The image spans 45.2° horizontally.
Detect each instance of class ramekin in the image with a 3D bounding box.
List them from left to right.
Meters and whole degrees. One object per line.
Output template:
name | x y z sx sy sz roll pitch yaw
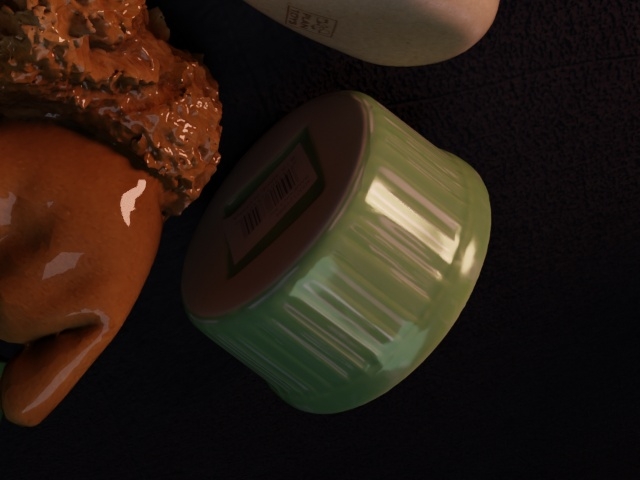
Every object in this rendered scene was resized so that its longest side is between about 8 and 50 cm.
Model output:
ramekin | 0.000 0.000 0.754 0.303 0.303 0.148 -40 121 23

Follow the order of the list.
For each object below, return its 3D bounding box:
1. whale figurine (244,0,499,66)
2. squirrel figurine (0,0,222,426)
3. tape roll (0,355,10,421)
whale figurine | 0.018 -0.243 0.640 0.272 0.141 0.216 11 174 -4
squirrel figurine | -0.299 -0.101 0.654 0.370 0.281 0.397 39 101 -26
tape roll | -0.481 0.125 0.774 0.321 0.077 0.321 12 169 2
